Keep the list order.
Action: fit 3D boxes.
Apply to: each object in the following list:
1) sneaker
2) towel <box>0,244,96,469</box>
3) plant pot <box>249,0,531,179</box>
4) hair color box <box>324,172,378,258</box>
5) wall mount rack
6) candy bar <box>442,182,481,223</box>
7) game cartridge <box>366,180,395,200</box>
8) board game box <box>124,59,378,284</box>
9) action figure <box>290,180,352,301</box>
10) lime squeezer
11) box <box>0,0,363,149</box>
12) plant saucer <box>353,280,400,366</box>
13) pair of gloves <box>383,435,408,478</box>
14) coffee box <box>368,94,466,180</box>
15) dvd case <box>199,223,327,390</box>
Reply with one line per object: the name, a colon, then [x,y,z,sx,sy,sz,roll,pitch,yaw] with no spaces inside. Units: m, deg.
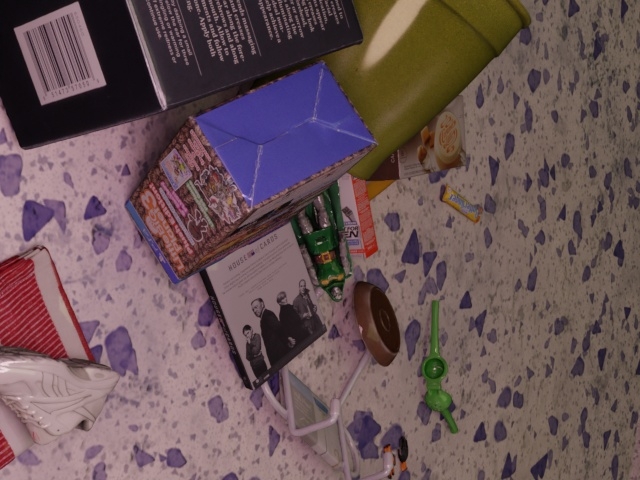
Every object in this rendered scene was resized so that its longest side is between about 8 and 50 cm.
sneaker: [-0.351,0.199,1.213,0.232,0.090,0.115,23,78,-52]
towel: [-0.426,0.179,1.208,0.329,0.037,0.237,-39,122,-43]
plant pot: [0.076,-0.298,1.521,0.366,0.366,0.353,25,103,-49]
hair color box: [0.037,-0.052,1.699,0.053,0.093,0.167,-31,114,-55]
wall mount rack: [0.024,0.254,1.710,0.350,0.130,0.304,51,22,-41]
candy bar: [0.309,-0.080,2.124,0.161,0.018,0.040,29,69,-47]
game cartridge: [0.092,-0.233,1.821,0.324,0.053,0.285,-37,120,-43]
board game box: [-0.103,-0.089,1.340,0.232,0.291,0.141,-30,85,-34]
action figure: [0.000,0.000,1.658,0.063,0.137,0.232,-114,-175,-71]
lime squeezer: [0.257,0.288,2.046,0.110,0.059,0.310,-27,111,-47]
box: [-0.189,-0.288,1.258,0.395,0.293,0.212,-30,107,-47]
plant saucer: [0.111,0.153,1.824,0.168,0.029,0.168,49,30,-42]
pair of gloves: [0.155,0.440,1.962,0.083,0.010,0.074,-16,104,-51]
coffee box: [0.170,-0.194,1.807,0.246,0.098,0.141,-14,102,-52]
dvd case: [-0.087,0.091,1.536,0.179,0.030,0.238,-36,119,-34]
